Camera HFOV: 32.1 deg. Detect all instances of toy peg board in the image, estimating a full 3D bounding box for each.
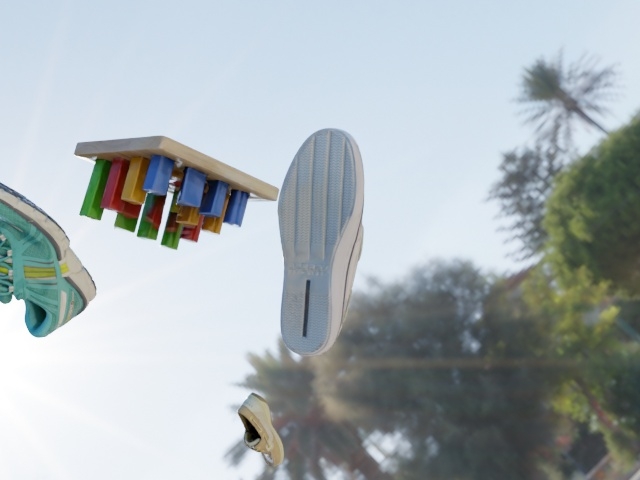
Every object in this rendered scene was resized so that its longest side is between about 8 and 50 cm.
[{"bbox_3d":[-0.159,-0.043,1.172,0.161,0.161,0.079,23,-104,-42],"label":"toy peg board"}]

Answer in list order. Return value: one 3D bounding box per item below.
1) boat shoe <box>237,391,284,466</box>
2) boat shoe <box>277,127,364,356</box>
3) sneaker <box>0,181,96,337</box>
[{"bbox_3d":[-0.093,0.287,1.646,0.045,0.050,0.135,-37,-55,-31],"label":"boat shoe"},{"bbox_3d":[0.000,0.000,1.107,0.076,0.083,0.226,-15,-63,-73],"label":"boat shoe"},{"bbox_3d":[-0.363,0.024,1.357,0.110,0.107,0.275,-47,-37,-21],"label":"sneaker"}]
